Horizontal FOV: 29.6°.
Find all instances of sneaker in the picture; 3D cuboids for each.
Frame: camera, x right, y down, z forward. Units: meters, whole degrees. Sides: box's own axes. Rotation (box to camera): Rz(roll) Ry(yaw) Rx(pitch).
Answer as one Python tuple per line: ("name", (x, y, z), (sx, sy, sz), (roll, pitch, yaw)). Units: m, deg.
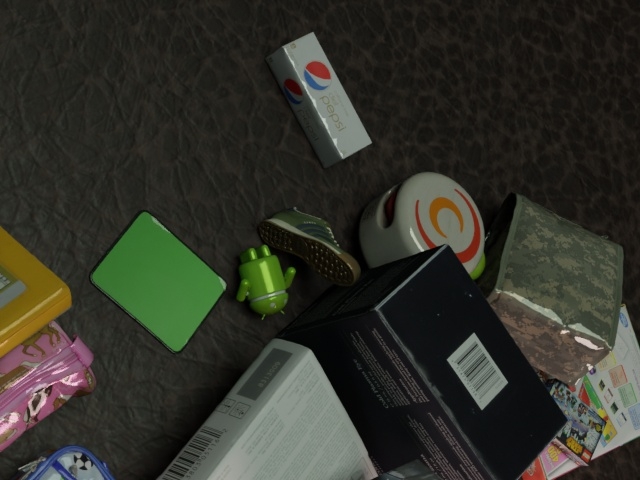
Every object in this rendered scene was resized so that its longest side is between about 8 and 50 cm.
("sneaker", (0.000, 0.000, 1.953), (0.192, 0.064, 0.086), (28, 41, 24))

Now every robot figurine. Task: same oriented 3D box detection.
("robot figurine", (-0.091, 0.067, 1.926), (0.101, 0.067, 0.115), (-14, 86, -34))

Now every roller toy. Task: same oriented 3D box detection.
("roller toy", (0.166, -0.009, 2.049), (0.191, 0.146, 0.209), (-15, 81, -41))

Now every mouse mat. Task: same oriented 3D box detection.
("mouse mat", (-0.247, 0.063, 1.872), (0.189, 0.007, 0.153), (44, 61, -16))

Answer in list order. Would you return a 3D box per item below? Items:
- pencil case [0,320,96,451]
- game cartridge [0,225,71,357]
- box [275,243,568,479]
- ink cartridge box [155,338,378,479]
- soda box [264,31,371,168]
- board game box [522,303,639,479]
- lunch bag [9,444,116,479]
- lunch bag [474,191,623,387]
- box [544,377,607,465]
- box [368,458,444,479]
("pencil case", (-0.480, 0.245, 1.589), (0.167, 0.160, 0.386), (32, 52, 26))
("game cartridge", (-0.540, 0.082, 1.582), (0.285, 0.053, 0.323), (37, 55, 22))
("box", (0.151, 0.214, 1.890), (0.179, 0.312, 0.343), (-40, 100, -31))
("ink cartridge box", (-0.060, 0.388, 1.837), (0.308, 0.091, 0.385), (-51, 133, -29))
("soda box", (-0.004, -0.237, 2.048), (0.074, 0.069, 0.216), (-31, 94, -32))
("board game box", (0.467, 0.275, 2.206), (0.316, 0.064, 0.242), (-16, 87, -32))
("lunch bag", (-0.337, 0.437, 1.671), (0.303, 0.115, 0.243), (52, 57, -11))
("lunch bag", (0.398, 0.070, 2.123), (0.235, 0.169, 0.287), (26, 50, -4))
("box", (0.434, 0.319, 2.121), (0.137, 0.027, 0.094), (40, 63, -17))
("box", (0.066, 0.507, 1.819), (0.242, 0.076, 0.308), (-16, 122, -32))
